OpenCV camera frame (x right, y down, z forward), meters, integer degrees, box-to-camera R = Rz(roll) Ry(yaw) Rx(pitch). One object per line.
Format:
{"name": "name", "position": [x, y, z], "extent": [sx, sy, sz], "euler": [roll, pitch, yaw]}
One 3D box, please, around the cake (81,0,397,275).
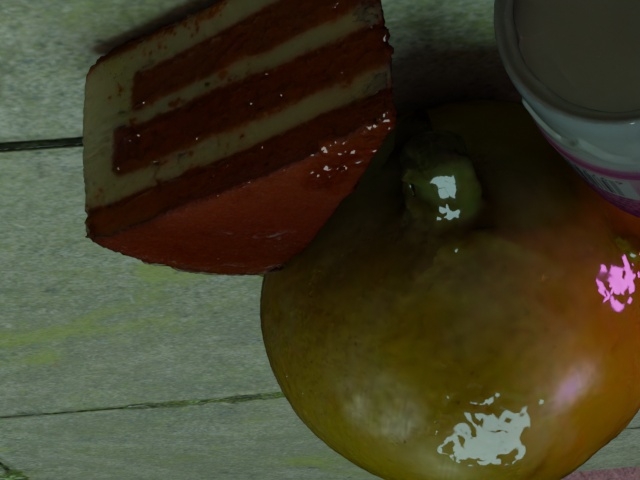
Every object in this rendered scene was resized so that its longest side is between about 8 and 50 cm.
{"name": "cake", "position": [-0.068, -0.091, 0.873], "extent": [0.160, 0.158, 0.262], "euler": [1, 158, -19]}

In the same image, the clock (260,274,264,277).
{"name": "clock", "position": [0.000, 0.000, 1.289], "extent": [0.237, 0.057, 0.237], "euler": [-3, 160, -1]}

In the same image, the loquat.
{"name": "loquat", "position": [0.113, 0.030, 1.024], "extent": [0.329, 0.328, 0.359], "euler": [-7, 146, 7]}

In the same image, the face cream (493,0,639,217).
{"name": "face cream", "position": [0.217, -0.116, 0.834], "extent": [0.175, 0.175, 0.195], "euler": [-13, 161, 22]}
